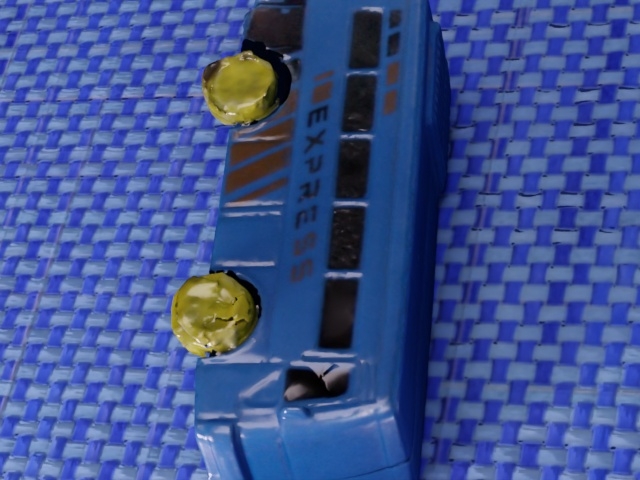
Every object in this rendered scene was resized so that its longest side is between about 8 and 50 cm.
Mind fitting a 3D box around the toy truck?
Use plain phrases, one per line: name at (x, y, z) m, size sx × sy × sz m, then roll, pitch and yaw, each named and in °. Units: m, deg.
toy truck at (0.000, 0.000, 1.206) m, size 0.162 × 0.161 × 0.385 m, roll -1°, pitch 57°, yaw 11°
